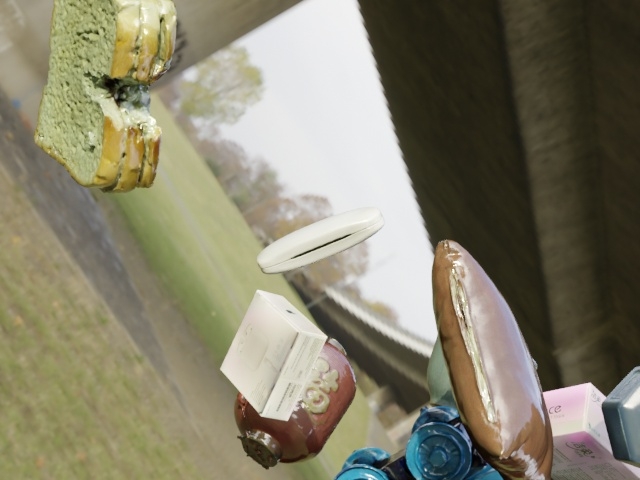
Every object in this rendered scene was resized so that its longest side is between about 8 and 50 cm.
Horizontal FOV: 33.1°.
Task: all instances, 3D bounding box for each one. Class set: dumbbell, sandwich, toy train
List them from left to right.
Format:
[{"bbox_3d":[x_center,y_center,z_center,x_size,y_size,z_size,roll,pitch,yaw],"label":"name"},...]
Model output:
[{"bbox_3d":[-0.278,-0.210,1.401,0.249,0.095,0.273,37,-58,48],"label":"sandwich"},{"bbox_3d":[0.166,0.432,1.726,0.265,0.300,0.188,58,8,4],"label":"toy train"},{"bbox_3d":[0.495,0.232,1.375,0.160,0.144,0.325,18,-13,-10],"label":"dumbbell"}]

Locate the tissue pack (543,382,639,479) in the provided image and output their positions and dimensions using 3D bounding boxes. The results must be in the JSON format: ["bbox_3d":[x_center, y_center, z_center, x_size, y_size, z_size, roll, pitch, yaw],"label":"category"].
[{"bbox_3d":[0.443,0.340,1.754,0.246,0.148,0.092,41,49,-29],"label":"tissue pack"}]

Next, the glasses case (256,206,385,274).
[{"bbox_3d":[0.000,0.000,1.577,0.076,0.197,0.049,-97,165,-76],"label":"glasses case"}]

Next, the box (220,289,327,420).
[{"bbox_3d":[-0.067,0.154,1.461,0.051,0.130,0.129,19,12,-37],"label":"box"}]

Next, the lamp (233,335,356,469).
[{"bbox_3d":[-0.044,0.255,1.791,0.180,0.258,0.180,20,-40,18],"label":"lamp"}]

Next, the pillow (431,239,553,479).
[{"bbox_3d":[0.240,0.191,1.464,0.305,0.108,0.308,53,22,-56],"label":"pillow"}]

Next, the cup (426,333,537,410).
[{"bbox_3d":[0.261,0.242,1.896,0.199,0.150,0.199,27,-12,6],"label":"cup"}]
